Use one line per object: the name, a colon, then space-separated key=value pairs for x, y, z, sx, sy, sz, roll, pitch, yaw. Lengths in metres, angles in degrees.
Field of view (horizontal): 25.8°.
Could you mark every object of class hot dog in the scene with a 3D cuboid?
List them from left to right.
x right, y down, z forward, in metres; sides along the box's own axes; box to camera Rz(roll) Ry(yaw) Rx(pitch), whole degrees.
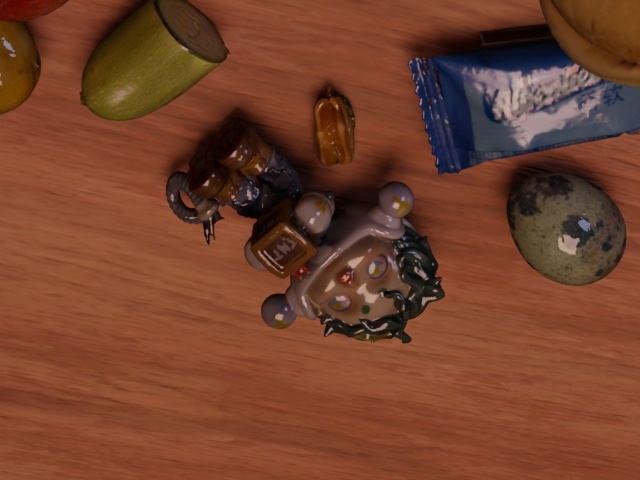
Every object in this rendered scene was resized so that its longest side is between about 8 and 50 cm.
hot dog: x=0.018 y=-0.148 z=1.830 sx=0.056 sy=0.041 sz=0.133 roll=-6 pitch=137 yaw=2

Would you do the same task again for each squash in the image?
squash: x=-0.219 y=-0.212 z=1.710 sx=0.187 sy=0.123 sz=0.123 roll=-34 pitch=123 yaw=22

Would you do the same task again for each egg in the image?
egg: x=0.328 y=-0.018 z=1.886 sx=0.182 sy=0.141 sz=0.141 roll=38 pitch=119 yaw=-20

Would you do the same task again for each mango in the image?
mango: x=-0.451 y=-0.250 z=1.675 sx=0.251 sy=0.114 sz=0.156 roll=42 pitch=130 yaw=-17

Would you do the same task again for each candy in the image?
candy: x=0.288 y=-0.175 z=1.753 sx=0.331 sy=0.077 sz=0.187 roll=-11 pitch=124 yaw=6

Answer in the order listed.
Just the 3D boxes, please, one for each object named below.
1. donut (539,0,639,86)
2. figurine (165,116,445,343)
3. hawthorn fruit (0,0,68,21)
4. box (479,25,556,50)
donut: x=0.409 y=-0.351 z=1.446 sx=0.198 sy=0.449 sz=0.449 roll=10 pitch=134 yaw=-46
figurine: x=0.003 y=-0.001 z=1.852 sx=0.261 sy=0.186 sz=0.382 roll=-36 pitch=122 yaw=28
hawthorn fruit: x=-0.346 y=-0.325 z=1.575 sx=0.173 sy=0.173 sz=0.173 roll=-2 pitch=130 yaw=-2
box: x=0.293 y=-0.221 z=1.783 sx=0.177 sy=0.036 sz=0.115 roll=-6 pitch=130 yaw=2
